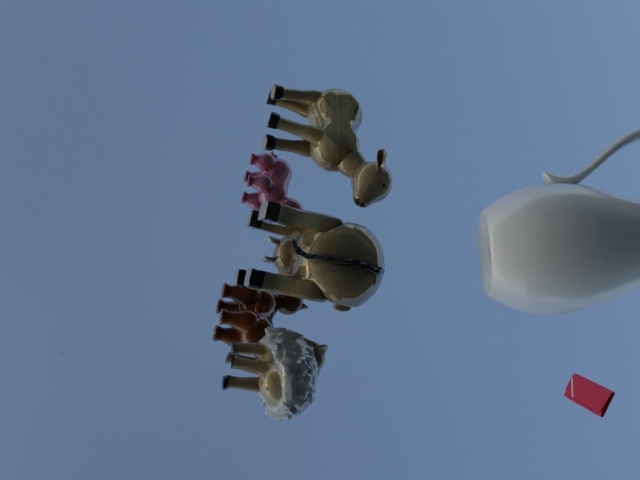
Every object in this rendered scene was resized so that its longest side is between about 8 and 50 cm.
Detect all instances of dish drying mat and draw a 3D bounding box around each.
[{"bbox_3d":[0.306,0.176,0.977,0.008,0.083,0.032,28,-91,-13],"label":"dish drying mat"}]

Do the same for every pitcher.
[{"bbox_3d":[0.259,-0.019,0.826,0.207,0.125,0.177,-4,-107,2],"label":"pitcher"}]

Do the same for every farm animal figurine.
[{"bbox_3d":[0.000,0.000,0.956,0.172,0.327,0.330,13,-78,-12],"label":"farm animal figurine"}]
